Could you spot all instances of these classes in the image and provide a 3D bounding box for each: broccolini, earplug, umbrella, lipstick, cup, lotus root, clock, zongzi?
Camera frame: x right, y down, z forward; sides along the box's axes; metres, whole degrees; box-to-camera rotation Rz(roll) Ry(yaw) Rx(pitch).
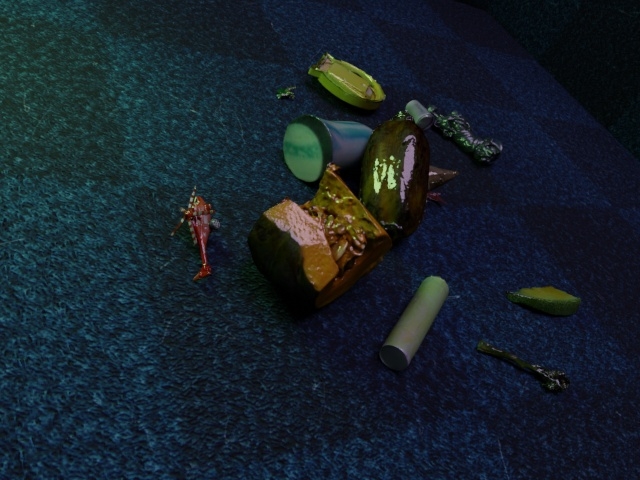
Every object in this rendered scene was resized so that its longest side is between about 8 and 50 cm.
[{"bbox_3d":[0.507,0.320,1.337,0.254,0.071,0.058,20,82,-3],"label":"broccolini"},{"bbox_3d":[0.066,-0.284,1.573,0.324,0.185,0.185,-17,59,-47],"label":"earplug"},{"bbox_3d":[0.552,-0.425,2.074,0.349,0.094,0.143,45,37,19],"label":"umbrella"},{"bbox_3d":[0.228,0.186,1.261,0.076,0.076,0.304,38,41,8],"label":"lipstick"},{"bbox_3d":[0.365,-0.478,2.039,0.104,0.074,0.116,-19,52,-10],"label":"cup"},{"bbox_3d":[0.210,-0.185,1.489,0.195,0.179,0.398,8,67,7],"label":"lotus root"},{"bbox_3d":[0.099,-0.572,1.959,0.293,0.071,0.277,33,36,2],"label":"clock"},{"bbox_3d":[0.302,-0.218,1.652,0.197,0.099,0.194,-28,59,-10],"label":"zongzi"}]

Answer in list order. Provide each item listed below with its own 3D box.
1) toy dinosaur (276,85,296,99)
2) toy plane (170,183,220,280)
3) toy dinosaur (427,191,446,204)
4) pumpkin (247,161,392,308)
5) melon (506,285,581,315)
[{"bbox_3d":[-0.115,-0.507,1.800,0.060,0.029,0.120,9,41,-2],"label":"toy dinosaur"},{"bbox_3d":[-0.252,-0.013,1.152,0.077,0.126,0.194,21,30,-57],"label":"toy plane"},{"bbox_3d":[0.326,-0.184,1.733,0.108,0.032,0.220,-26,63,-42],"label":"toy dinosaur"},{"bbox_3d":[0.000,0.000,1.175,0.303,0.256,0.225,-35,74,-23],"label":"pumpkin"},{"bbox_3d":[0.655,0.164,1.567,0.261,0.053,0.114,8,38,-26],"label":"melon"}]
